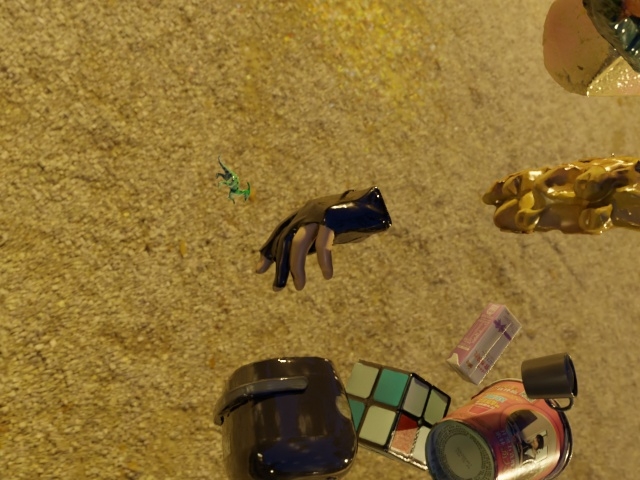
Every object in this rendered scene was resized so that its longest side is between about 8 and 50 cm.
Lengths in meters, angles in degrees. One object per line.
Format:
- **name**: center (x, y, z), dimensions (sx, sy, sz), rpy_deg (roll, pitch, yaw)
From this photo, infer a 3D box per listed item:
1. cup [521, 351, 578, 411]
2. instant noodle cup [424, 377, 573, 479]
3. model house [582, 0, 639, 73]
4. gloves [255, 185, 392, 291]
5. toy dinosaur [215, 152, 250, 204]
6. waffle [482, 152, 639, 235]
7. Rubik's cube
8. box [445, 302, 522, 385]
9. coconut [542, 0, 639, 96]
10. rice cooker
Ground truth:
- **cup**: center (0.395, 0.246, 1.177), dimensions (0.078, 0.077, 0.100), rpy_deg (-17, 92, -61)
- **instant noodle cup**: center (0.350, 0.416, 1.402), dimensions (0.255, 0.244, 0.244), rpy_deg (-2, 75, -46)
- **model house**: center (0.511, -0.268, 0.833), dimensions (0.253, 0.184, 0.291), rpy_deg (23, 17, -51)
- **gloves**: center (0.001, -0.008, 1.408), dimensions (0.152, 0.301, 0.197), rpy_deg (50, 0, -1)
- **toy dinosaur**: center (-0.142, -0.101, 1.137), dimensions (0.062, 0.021, 0.083), rpy_deg (2, 98, -31)
- **waffle**: center (0.275, -0.047, 0.550), dimensions (0.259, 0.293, 0.069), rpy_deg (-10, 96, -23)
- **Rubik's cube**: center (0.158, 0.387, 1.525), dimensions (0.180, 0.167, 0.183), rpy_deg (40, 65, -40)
- **box**: center (0.238, 0.150, 0.999), dimensions (0.117, 0.036, 0.050), rpy_deg (-47, 110, -15)
- **coconut**: center (0.542, -0.368, 1.199), dimensions (0.245, 0.233, 0.233), rpy_deg (-10, 80, -22)
- **rice cooker**: center (-0.066, 0.349, 1.264), dimensions (0.267, 0.267, 0.224), rpy_deg (18, 52, -41)
